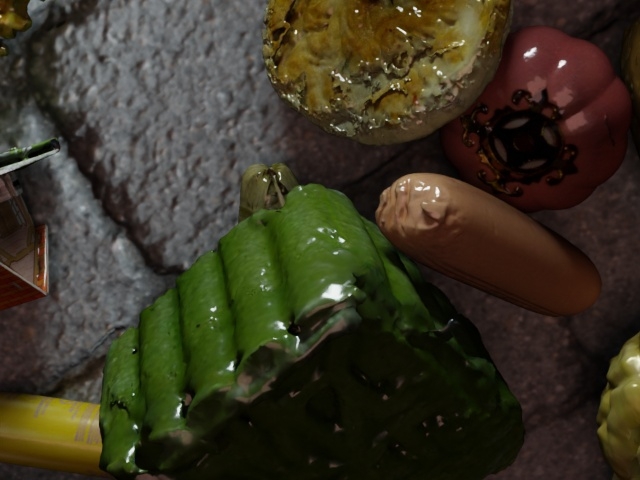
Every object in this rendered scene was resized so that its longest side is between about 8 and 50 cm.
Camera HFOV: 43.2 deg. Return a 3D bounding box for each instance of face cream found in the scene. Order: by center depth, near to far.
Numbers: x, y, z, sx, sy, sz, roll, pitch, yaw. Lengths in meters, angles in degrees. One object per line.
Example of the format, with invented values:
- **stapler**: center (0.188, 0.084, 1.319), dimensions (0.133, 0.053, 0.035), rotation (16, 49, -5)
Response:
- **face cream**: center (-0.325, 0.212, 0.902), dimensions (0.273, 0.078, 0.078), rotation (8, 103, 1)

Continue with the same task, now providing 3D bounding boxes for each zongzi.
- **zongzi**: center (0.000, 0.000, 0.839), dimensions (0.176, 0.078, 0.160), rotation (3, 109, -5)

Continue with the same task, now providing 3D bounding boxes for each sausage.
- **sausage**: center (0.166, 0.009, 0.756), dimensions (0.289, 0.086, 0.086), rotation (24, 106, -39)

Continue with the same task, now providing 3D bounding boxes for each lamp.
- **lamp**: center (0.203, -0.115, 0.771), dimensions (0.182, 0.140, 0.182), rotation (14, 123, 22)

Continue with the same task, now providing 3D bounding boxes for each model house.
- **model house**: center (-0.394, 0.023, 0.802), dimensions (0.294, 0.207, 0.154), rotation (-18, 104, 8)

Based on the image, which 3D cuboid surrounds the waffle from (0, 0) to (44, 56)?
- **waffle**: center (-0.407, -0.270, 0.779), dimensions (0.254, 0.052, 0.245), rotation (-26, 116, 5)

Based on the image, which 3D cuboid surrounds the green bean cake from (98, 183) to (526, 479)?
- **green bean cake**: center (-0.002, 0.154, 0.755), dimensions (0.335, 0.218, 0.319), rotation (-39, 122, 16)

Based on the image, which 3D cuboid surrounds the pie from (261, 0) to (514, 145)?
- **pie**: center (0.056, -0.222, 0.744), dimensions (0.274, 0.055, 0.274), rotation (-1, 89, 32)

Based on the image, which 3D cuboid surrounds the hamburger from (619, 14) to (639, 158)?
- **hamburger**: center (0.364, -0.097, 0.689), dimensions (0.144, 0.283, 0.259), rotation (-20, 96, -1)

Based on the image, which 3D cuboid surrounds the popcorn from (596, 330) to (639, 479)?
- **popcorn**: center (0.406, 0.203, 0.798), dimensions (0.265, 0.225, 0.332), rotation (10, 125, 13)
